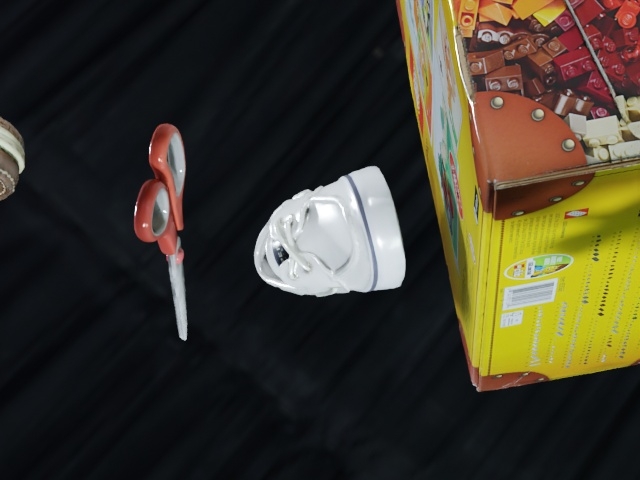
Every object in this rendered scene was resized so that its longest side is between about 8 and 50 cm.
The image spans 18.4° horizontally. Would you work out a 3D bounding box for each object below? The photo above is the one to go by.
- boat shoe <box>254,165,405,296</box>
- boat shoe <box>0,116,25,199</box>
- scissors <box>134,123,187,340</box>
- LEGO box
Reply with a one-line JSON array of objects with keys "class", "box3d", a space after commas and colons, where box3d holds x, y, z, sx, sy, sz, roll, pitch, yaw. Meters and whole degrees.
[{"class": "boat shoe", "box3d": [0.000, 0.000, 1.571, 0.267, 0.088, 0.096, 176, 80, -78]}, {"class": "boat shoe", "box3d": [-0.292, -0.011, 1.135, 0.257, 0.095, 0.095, -8, 154, 15]}, {"class": "scissors", "box3d": [-0.134, -0.005, 1.856, 0.021, 0.109, 0.297, 8, 156, 10]}, {"class": "LEGO box", "box3d": [0.172, -0.140, 1.426, 0.193, 0.372, 0.500, -10, 162, 0]}]
